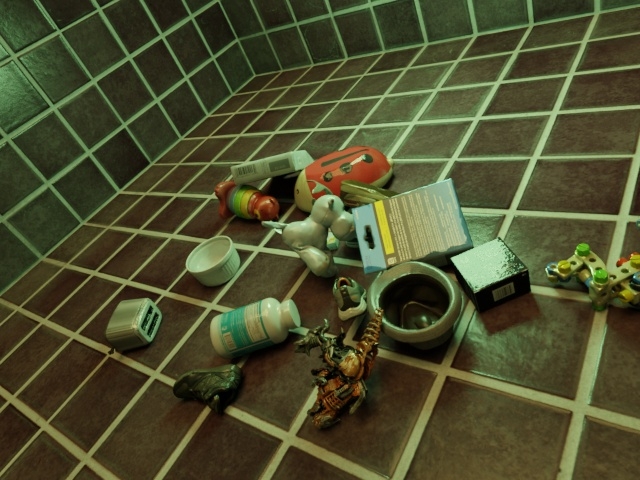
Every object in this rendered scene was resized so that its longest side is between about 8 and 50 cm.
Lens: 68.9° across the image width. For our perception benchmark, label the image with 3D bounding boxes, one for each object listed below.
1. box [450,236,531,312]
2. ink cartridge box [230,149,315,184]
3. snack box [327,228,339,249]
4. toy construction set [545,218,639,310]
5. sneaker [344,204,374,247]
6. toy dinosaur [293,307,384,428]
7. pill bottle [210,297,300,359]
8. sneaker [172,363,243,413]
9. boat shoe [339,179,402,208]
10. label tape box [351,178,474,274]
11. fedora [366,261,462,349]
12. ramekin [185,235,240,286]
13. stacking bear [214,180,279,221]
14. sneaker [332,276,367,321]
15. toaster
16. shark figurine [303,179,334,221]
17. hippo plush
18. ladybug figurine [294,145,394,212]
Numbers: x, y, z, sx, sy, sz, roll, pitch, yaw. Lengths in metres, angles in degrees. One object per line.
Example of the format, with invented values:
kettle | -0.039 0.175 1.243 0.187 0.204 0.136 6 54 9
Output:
box | 0.473 0.093 1.305 0.155 0.093 0.158 -24 36 4
ink cartridge box | -0.178 -0.345 2.134 0.308 0.091 0.385 -10 10 23
snack box | 0.000 0.000 1.773 0.141 0.037 0.100 -12 39 20
toy construction set | 0.754 0.048 1.151 0.327 0.151 0.215 -37 35 5
sneaker | 0.213 -0.048 1.624 0.320 0.128 0.126 -4 40 26
toy dinosaur | 0.066 0.326 1.226 0.322 0.164 0.218 -40 42 -15
pill bottle | -0.201 0.270 1.471 0.264 0.146 0.146 -19 36 9
sneaker | -0.348 0.452 1.388 0.227 0.087 0.130 -13 31 11
boat shoe | 0.216 -0.125 1.740 0.341 0.123 0.123 22 23 25
label tape box | 0.289 -0.026 1.483 0.333 0.106 0.241 -16 65 15
fedora | 0.266 0.195 1.283 0.243 0.124 0.275 -35 36 -10
ramekin | -0.422 0.090 1.871 0.207 0.109 0.207 -18 36 13
stacking bear | -0.307 -0.162 2.080 0.288 0.176 0.164 18 37 34
sneaker | 0.085 0.153 1.417 0.100 0.108 0.271 -20 7 2
toaster | -0.701 0.316 1.750 0.146 0.129 0.227 -14 36 14
shark figurine | 0.022 -0.117 1.786 0.166 0.278 0.116 1 57 -6
hippo plush | 0.000 -0.043 1.606 0.236 0.294 0.234 -47 -1 4
ladybug figurine | 0.086 -0.270 1.949 0.449 0.162 0.305 -20 36 9
